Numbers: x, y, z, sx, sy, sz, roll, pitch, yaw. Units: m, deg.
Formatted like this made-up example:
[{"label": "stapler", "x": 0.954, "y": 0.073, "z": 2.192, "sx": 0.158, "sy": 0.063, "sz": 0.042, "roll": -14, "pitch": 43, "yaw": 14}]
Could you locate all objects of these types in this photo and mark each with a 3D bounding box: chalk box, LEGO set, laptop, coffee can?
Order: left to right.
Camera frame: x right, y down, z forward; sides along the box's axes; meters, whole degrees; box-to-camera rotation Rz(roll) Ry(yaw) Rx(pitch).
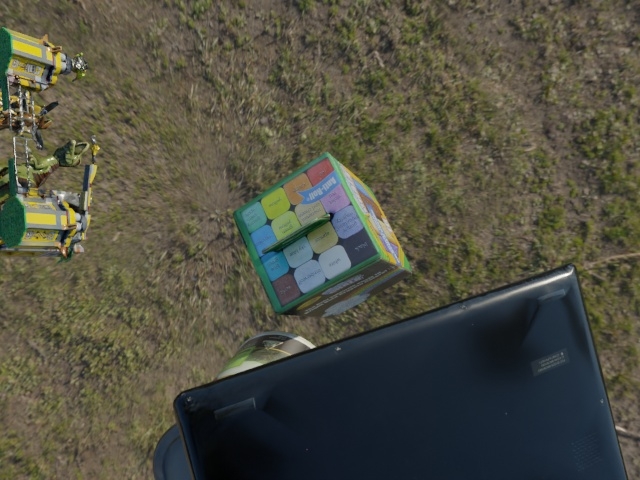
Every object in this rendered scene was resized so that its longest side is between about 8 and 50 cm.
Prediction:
[{"label": "LEGO set", "x": -0.386, "y": -0.110, "z": 0.795, "sx": 0.255, "sy": 0.192, "sz": 0.331, "roll": -23, "pitch": 76, "yaw": 31}, {"label": "coffee can", "x": -0.103, "y": 0.293, "z": 0.889, "sx": 0.202, "sy": 0.275, "sz": 0.201, "roll": 5, "pitch": 107, "yaw": 15}, {"label": "chalk box", "x": 0.000, "y": 0.000, "z": 0.858, "sx": 0.180, "sy": 0.289, "sz": 0.179, "roll": -30, "pitch": 71, "yaw": 13}, {"label": "laptop", "x": 0.080, "y": 0.267, "z": 0.576, "sx": 0.382, "sy": 0.236, "sz": 0.408, "roll": -15, "pitch": 92, "yaw": -19}]
